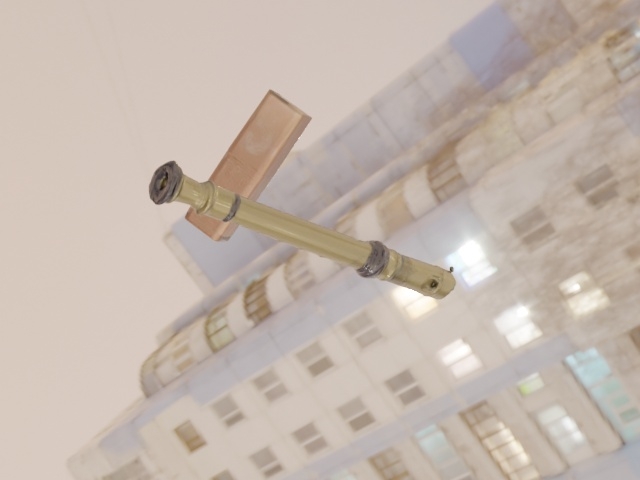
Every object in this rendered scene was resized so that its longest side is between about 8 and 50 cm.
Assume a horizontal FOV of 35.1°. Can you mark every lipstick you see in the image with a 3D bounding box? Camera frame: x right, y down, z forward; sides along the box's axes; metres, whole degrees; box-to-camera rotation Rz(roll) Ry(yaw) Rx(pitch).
[{"bbox_3d":[-0.068,-0.069,0.951,0.045,0.145,0.045,36,-172,11],"label":"lipstick"}]

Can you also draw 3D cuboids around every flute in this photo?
[{"bbox_3d":[0.000,0.000,0.605,0.233,0.027,0.027,20,-133,-39],"label":"flute"}]
